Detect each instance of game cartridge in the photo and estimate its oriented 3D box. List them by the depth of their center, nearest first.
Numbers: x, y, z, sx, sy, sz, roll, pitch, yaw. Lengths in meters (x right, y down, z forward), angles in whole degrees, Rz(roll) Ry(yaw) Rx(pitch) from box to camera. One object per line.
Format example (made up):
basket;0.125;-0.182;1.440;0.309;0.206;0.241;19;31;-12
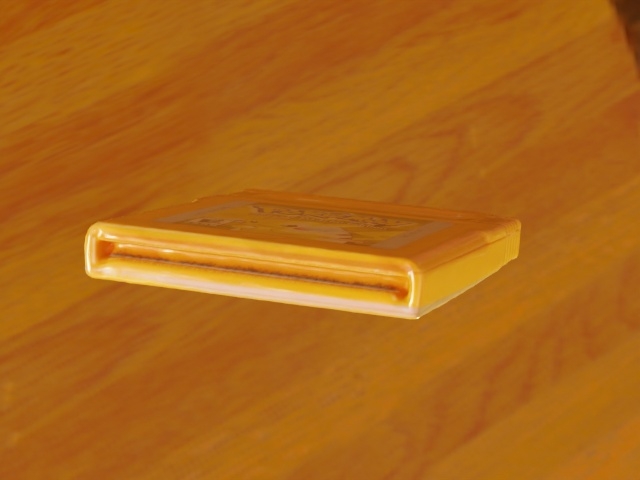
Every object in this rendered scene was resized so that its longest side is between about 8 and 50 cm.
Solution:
game cartridge;0.000;0.000;1.297;0.323;0.285;0.053;-24;118;-67
